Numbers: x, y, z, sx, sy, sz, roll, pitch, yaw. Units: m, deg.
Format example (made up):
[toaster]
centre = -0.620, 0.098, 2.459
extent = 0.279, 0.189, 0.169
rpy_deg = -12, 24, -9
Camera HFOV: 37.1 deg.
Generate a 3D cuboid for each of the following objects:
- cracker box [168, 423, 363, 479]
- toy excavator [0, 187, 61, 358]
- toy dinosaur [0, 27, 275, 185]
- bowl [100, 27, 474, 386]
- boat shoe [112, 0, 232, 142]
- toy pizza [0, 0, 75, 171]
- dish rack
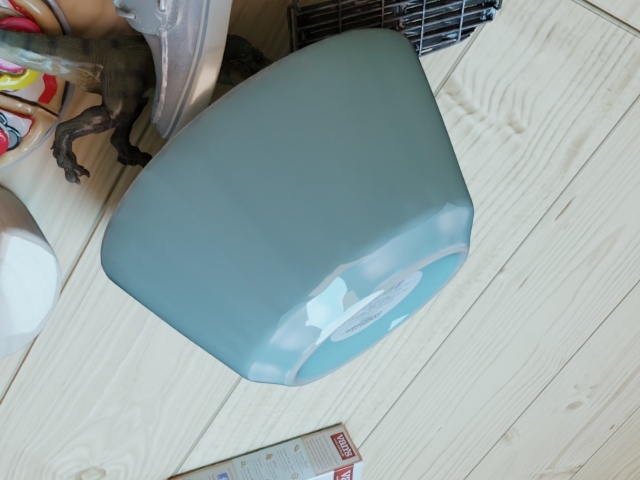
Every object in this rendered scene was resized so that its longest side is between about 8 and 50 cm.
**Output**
[cracker box]
centre = -0.067, 0.331, 1.193
extent = 0.232, 0.067, 0.156
rpy_deg = -15, 136, -18
[toy excavator]
centre = -0.462, 0.097, 0.663
extent = 0.445, 0.222, 0.433
rpy_deg = -50, 136, 8
[toy dinosaur]
centre = -0.153, -0.108, 0.720
extent = 0.268, 0.064, 0.118
rpy_deg = -4, 120, -43
[bowl]
centre = 0.000, 0.000, 0.761
extent = 0.311, 0.163, 0.311
rpy_deg = -34, 163, -12
[boat shoe]
centre = -0.104, -0.180, 0.658
extent = 0.081, 0.079, 0.228
rpy_deg = 7, 103, -17
[toy pizza]
centre = -0.273, -0.115, 0.681
extent = 0.201, 0.032, 0.201
rpy_deg = -16, 136, -16
[dish rack]
centre = 0.055, -0.255, 0.713
extent = 0.208, 0.074, 0.272
rpy_deg = -17, 137, -14
